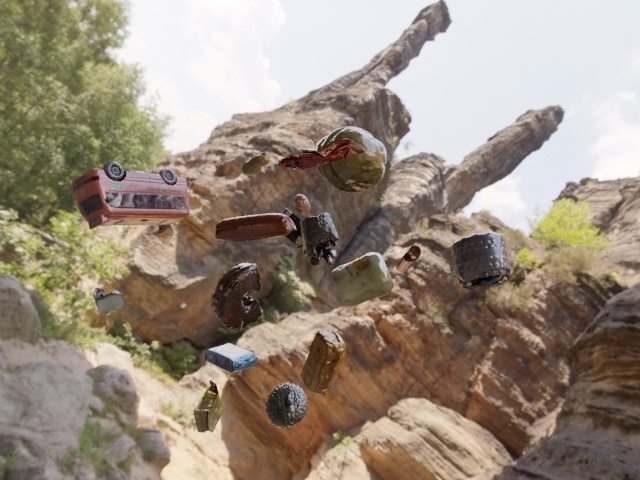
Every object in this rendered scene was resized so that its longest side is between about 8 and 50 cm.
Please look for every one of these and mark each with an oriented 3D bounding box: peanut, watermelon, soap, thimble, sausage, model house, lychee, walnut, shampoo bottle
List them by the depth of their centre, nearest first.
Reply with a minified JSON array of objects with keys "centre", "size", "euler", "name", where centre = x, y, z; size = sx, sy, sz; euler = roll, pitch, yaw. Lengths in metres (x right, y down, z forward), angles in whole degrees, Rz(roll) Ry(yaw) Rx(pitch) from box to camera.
[{"centre":[-0.242,-0.045,1.469],"size":[0.330,0.102,0.102],"euler":[-4,-44,24],"name":"sausage"},{"centre":[0.589,0.083,1.505],"size":[0.236,0.205,0.172],"euler":[78,10,-70],"name":"thimble"},{"centre":[0.124,-0.333,1.676],"size":[0.276,0.253,0.282],"euler":[18,21,-26],"name":"walnut"},{"centre":[-0.895,0.239,1.711],"size":[0.100,0.100,0.088],"euler":[34,-45,40],"name":"model house"},{"centre":[-0.792,-0.043,2.048],"size":[0.101,0.080,0.155],"euler":[45,-23,21],"name":"watermelon"},{"centre":[-0.458,0.604,2.096],"size":[0.293,0.156,0.077],"euler":[4,-84,42],"name":"soap"},{"centre":[-0.370,-0.435,2.331],"size":[0.093,0.194,0.083],"euler":[64,21,3],"name":"peanut"},{"centre":[-0.103,-0.203,2.332],"size":[0.086,0.086,0.289],"euler":[46,-1,4],"name":"sausage"},{"centre":[-0.197,0.961,2.360],"size":[0.255,0.255,0.274],"euler":[41,-38,18],"name":"lychee"},{"centre":[0.548,0.112,2.506],"size":[0.076,0.118,0.314],"euler":[61,-11,17],"name":"shampoo bottle"}]

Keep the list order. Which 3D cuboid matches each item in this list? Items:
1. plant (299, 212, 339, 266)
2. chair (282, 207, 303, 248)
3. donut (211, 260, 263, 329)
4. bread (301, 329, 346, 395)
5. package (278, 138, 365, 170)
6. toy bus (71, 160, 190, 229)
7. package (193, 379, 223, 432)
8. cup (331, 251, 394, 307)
[{"centre":[0.000,0.000,2.151],"size":[0.199,0.188,0.276],"euler":[155,-75,-76],"name":"plant"},{"centre":[-0.167,-0.076,2.460],"size":[0.141,0.155,0.260],"euler":[38,-1,-31],"name":"chair"},{"centre":[-0.408,0.287,1.978],"size":[0.136,0.259,0.345],"euler":[25,-47,37],"name":"donut"},{"centre":[0.017,0.589,1.961],"size":[0.132,0.295,0.167],"euler":[3,20,-40],"name":"bread"},{"centre":[-0.001,-0.279,1.367],"size":[0.269,0.194,0.071],"euler":[-5,-83,25],"name":"package"},{"centre":[-0.774,-0.174,1.698],"size":[0.203,0.427,0.233],"euler":[-16,-96,33],"name":"toy bus"},{"centre":[-0.284,0.430,1.063],"size":[0.131,0.047,0.071],"euler":[-74,158,-73],"name":"package"},{"centre":[0.171,0.153,1.606],"size":[0.255,0.202,0.173],"euler":[27,39,-80],"name":"cup"}]
